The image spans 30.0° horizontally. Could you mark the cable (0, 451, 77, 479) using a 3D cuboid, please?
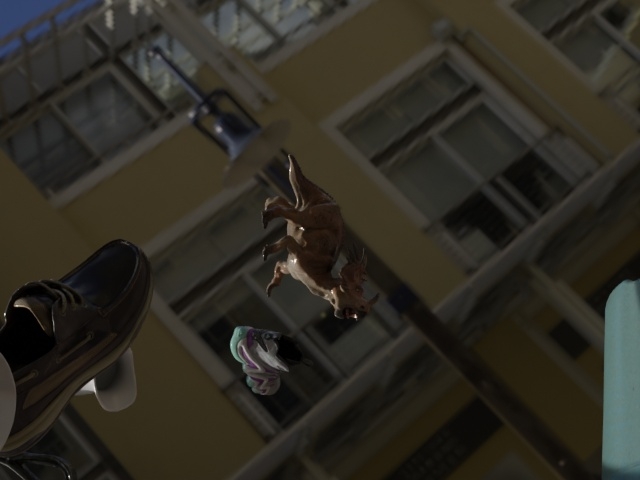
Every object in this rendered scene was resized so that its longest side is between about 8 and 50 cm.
[{"bbox_3d":[-0.548,0.355,2.031,0.139,0.287,0.072,-50,-23,-6],"label":"cable"}]

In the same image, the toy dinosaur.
[{"bbox_3d":[0.000,0.000,2.108,0.200,0.295,0.127,-2,-8,1],"label":"toy dinosaur"}]

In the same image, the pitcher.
[{"bbox_3d":[-0.400,0.181,2.023,0.125,0.207,0.178,4,-85,-48],"label":"pitcher"}]

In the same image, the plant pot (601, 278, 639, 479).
[{"bbox_3d":[0.477,0.217,1.408,0.341,0.341,0.334,90,-177,-60],"label":"plant pot"}]

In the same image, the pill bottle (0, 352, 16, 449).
[{"bbox_3d":[-0.518,0.164,1.355,0.210,0.363,0.210,-7,-81,-46],"label":"pill bottle"}]

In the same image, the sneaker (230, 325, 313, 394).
[{"bbox_3d":[-0.037,0.115,1.104,0.098,0.069,0.038,61,-145,-51],"label":"sneaker"}]

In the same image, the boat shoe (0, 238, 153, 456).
[{"bbox_3d":[-0.345,0.120,1.581,0.355,0.132,0.130,-57,-31,-33],"label":"boat shoe"}]
